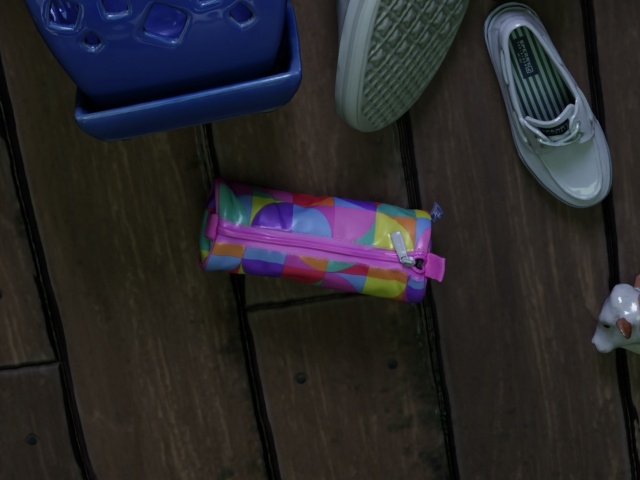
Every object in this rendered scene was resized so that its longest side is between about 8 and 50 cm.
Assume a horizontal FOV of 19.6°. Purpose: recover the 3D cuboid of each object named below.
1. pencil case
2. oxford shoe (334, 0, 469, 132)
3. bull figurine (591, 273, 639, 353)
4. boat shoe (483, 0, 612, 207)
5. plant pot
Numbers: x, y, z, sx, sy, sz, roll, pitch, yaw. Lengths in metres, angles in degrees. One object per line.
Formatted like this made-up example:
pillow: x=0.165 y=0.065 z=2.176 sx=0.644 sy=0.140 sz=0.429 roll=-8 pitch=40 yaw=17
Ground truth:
pencil case: x=0.000 y=0.000 z=1.806 sx=0.236 sy=0.104 sz=0.104 roll=8 pitch=111 yaw=-5
oxford shoe: x=0.064 y=-0.315 z=1.678 sx=0.130 sy=0.169 sz=0.449 roll=24 pitch=123 yaw=30
bull figurine: x=0.433 y=0.080 z=1.859 sx=0.310 sy=0.101 sz=0.188 roll=-25 pitch=114 yaw=9
boat shoe: x=0.216 y=-0.119 z=1.781 sx=0.083 sy=0.076 sz=0.226 roll=-29 pitch=110 yaw=9
plant pot: x=-0.135 y=-0.224 z=1.646 sx=0.236 sy=0.236 sz=0.212 roll=-11 pitch=117 yaw=1
